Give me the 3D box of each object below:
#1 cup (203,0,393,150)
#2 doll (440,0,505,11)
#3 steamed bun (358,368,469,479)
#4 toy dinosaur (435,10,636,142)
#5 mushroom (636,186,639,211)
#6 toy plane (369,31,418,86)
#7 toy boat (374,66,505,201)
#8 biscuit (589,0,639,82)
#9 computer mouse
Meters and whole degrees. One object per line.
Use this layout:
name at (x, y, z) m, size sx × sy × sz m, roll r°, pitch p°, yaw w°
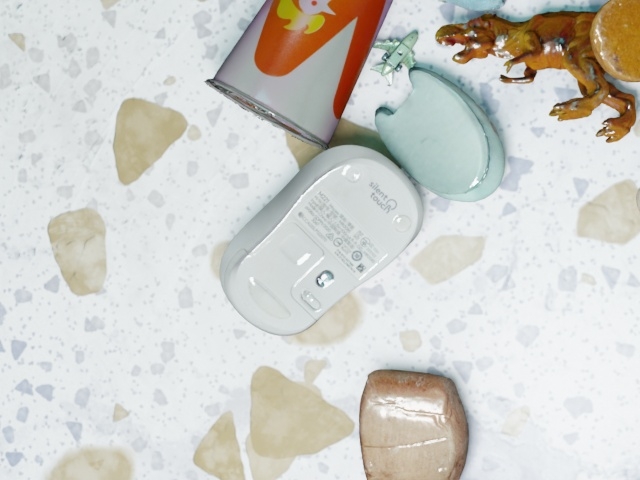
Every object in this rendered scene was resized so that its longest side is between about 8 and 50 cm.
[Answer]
cup at (-0.005, -0.290, 1.874) m, size 0.203 × 0.203 × 0.288 m, roll 30°, pitch 90°, yaw 15°
doll at (0.167, -0.362, 1.857) m, size 0.180 × 0.120 × 0.075 m, roll 34°, pitch 106°, yaw 20°
steamed bun at (0.128, 0.258, 1.861) m, size 0.145 × 0.106 × 0.175 m, roll 2°, pitch 103°, yaw 11°
toy dinosaur at (0.371, -0.240, 1.804) m, size 0.432 × 0.097 × 0.208 m, roll -7°, pitch 71°, yaw 7°
mushroom at (0.447, -0.046, 1.779) m, size 0.067 × 0.083 × 0.083 m, roll -45°, pitch 77°, yaw 25°
toy plane at (0.107, -0.256, 1.910) m, size 0.080 × 0.033 × 0.083 m, roll 39°, pitch 99°, yaw 2°
toy boat at (0.169, -0.138, 1.877) m, size 0.207 × 0.079 × 0.134 m, roll 46°, pitch 106°, yaw 22°
biscuit at (0.488, -0.223, 1.742) m, size 0.324 × 0.049 × 0.205 m, roll 15°, pitch 92°, yaw -11°
computer mouse at (0.000, 0.000, 1.887) m, size 0.184 × 0.121 × 0.297 m, roll 41°, pitch 99°, yaw -12°
